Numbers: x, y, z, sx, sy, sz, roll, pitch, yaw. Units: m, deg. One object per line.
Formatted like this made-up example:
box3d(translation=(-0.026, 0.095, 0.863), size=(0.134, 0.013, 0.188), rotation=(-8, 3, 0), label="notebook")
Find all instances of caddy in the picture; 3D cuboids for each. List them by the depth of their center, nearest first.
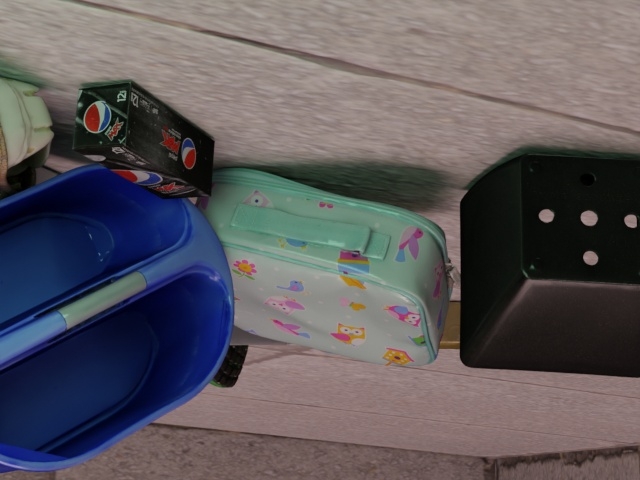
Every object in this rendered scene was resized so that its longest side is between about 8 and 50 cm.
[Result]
box3d(translation=(-0.235, 0.072, 1.339), size=(0.341, 0.241, 0.179), rotation=(-29, -177, -39), label="caddy")

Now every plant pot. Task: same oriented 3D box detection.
box3d(translation=(0.239, 0.013, 1.393), size=(0.188, 0.187, 0.167), rotation=(4, 157, -3), label="plant pot")

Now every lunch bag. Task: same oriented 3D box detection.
box3d(translation=(0.004, 0.027, 1.501), size=(0.279, 0.108, 0.224), rotation=(12, 153, 15), label="lunch bag")

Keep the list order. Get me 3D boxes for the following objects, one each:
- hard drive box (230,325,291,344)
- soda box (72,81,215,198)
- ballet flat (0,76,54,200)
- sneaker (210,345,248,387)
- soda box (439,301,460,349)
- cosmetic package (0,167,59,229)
box3d(translation=(-0.026, 0.084, 1.814), size=(0.181, 0.089, 0.232), rotation=(0, 176, -31), label="hard drive box")
box3d(translation=(-0.154, -0.085, 1.298), size=(0.053, 0.060, 0.169), rotation=(-2, 166, 22), label="soda box")
box3d(translation=(-0.287, -0.092, 1.263), size=(0.106, 0.108, 0.316), rotation=(-15, 175, -12), label="ballet flat")
box3d(translation=(-0.216, 0.111, 2.044), size=(0.146, 0.134, 0.343), rotation=(2, 159, 34), label="sneaker")
box3d(translation=(0.122, 0.121, 2.093), size=(0.181, 0.061, 0.058), rotation=(0, 166, 11), label="soda box")
box3d(translation=(-0.308, -0.021, 1.552), size=(0.117, 0.086, 0.231), rotation=(-5, 165, 29), label="cosmetic package")
